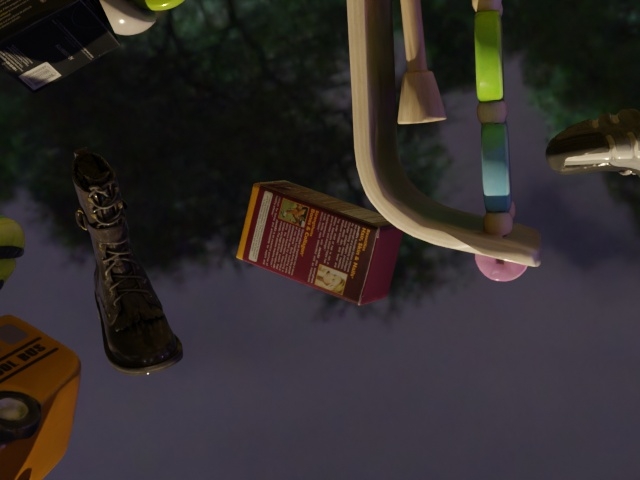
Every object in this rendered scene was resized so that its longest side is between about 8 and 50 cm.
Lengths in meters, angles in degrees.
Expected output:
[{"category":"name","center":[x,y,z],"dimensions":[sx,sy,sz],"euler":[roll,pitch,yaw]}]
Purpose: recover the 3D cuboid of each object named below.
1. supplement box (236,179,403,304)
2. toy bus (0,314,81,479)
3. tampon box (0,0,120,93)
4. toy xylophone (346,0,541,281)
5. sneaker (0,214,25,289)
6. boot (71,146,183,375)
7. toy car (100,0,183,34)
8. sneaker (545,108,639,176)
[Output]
[{"category":"supplement box","center":[0.000,0.000,1.751],"dimensions":[0.188,0.104,0.081],"euler":[20,-165,26]},{"category":"toy bus","center":[-0.329,0.183,1.112],"dimensions":[0.130,0.108,0.332],"euler":[29,-147,20]},{"category":"tampon box","center":[-0.279,-0.244,1.301],"dimensions":[0.101,0.120,0.161],"euler":[-28,-107,4]},{"category":"toy xylophone","center":[0.062,-0.147,0.679],"dimensions":[0.081,0.323,0.236],"euler":[-2,-166,9]},{"category":"sneaker","center":[-0.367,0.002,1.094],"dimensions":[0.123,0.109,0.295],"euler":[34,-167,24]},{"category":"boot","center":[-0.257,0.023,1.729],"dimensions":[0.091,0.229,0.263],"euler":[-18,-146,-17]},{"category":"toy car","center":[-0.197,-0.315,1.447],"dimensions":[0.182,0.159,0.136],"euler":[38,-157,6]},{"category":"sneaker","center":[0.321,-0.052,1.220],"dimensions":[0.228,0.132,0.086],"euler":[-10,-157,12]}]
